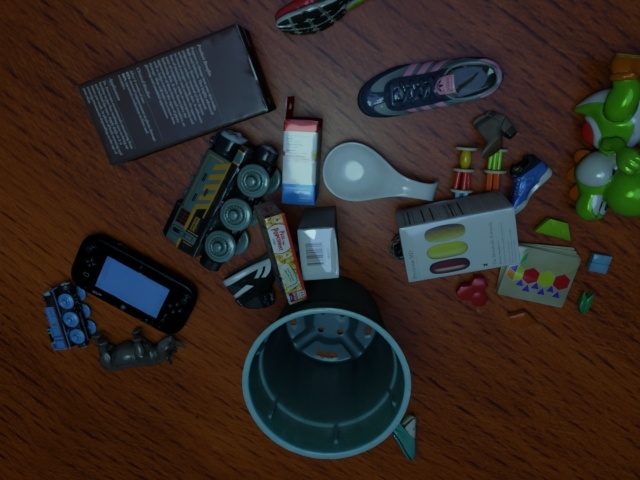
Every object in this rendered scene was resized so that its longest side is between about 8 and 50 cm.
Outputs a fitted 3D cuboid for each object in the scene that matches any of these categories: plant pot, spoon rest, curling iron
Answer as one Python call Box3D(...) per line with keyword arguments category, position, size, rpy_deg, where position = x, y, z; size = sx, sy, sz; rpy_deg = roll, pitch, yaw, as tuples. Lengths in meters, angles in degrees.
Box3D(category="plant pot", position=(0.021, 0.249, 1.240), size=(0.341, 0.334, 0.341), rpy_deg=(1, 106, 3))
Box3D(category="spoon rest", position=(0.141, -0.145, 1.255), size=(0.276, 0.084, 0.137), rpy_deg=(12, 106, -1))
Box3D(category="curling iron", position=(0.301, -0.005, 1.308), size=(0.274, 0.035, 0.068), rpy_deg=(-10, 105, 6))

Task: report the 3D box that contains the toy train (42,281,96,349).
Box3D(category="toy train", position=(-0.659, 0.196, 1.398), size=(0.105, 0.080, 0.184), rpy_deg=(-8, 105, 11))

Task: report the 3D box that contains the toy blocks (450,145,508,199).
Box3D(category="toy blocks", position=(0.368, -0.143, 1.257), size=(0.123, 0.054, 0.148), rpy_deg=(3, 106, 3))

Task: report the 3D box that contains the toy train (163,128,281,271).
Box3D(category="toy train", position=(-0.230, -0.094, 1.268), size=(0.190, 0.142, 0.334), rpy_deg=(30, 105, 4))

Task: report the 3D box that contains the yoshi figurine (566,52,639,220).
Box3D(category="yoshi figurine", position=(0.672, -0.204, 1.156), size=(0.204, 0.203, 0.362), rpy_deg=(6, 109, -5))

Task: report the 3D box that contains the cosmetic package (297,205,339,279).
Box3D(category="cosmetic package", position=(0.000, 0.000, 1.225), size=(0.086, 0.231, 0.117), rpy_deg=(-4, 106, 4))

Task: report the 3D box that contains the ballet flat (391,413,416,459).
Box3D(category="ballet flat", position=(0.203, 0.475, 1.426), size=(0.087, 0.083, 0.247), rpy_deg=(-38, 102, -2))

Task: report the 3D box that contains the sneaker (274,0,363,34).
Box3D(category="sneaker", position=(0.019, -0.546, 1.158), size=(0.279, 0.107, 0.118), rpy_deg=(-28, 84, 7))

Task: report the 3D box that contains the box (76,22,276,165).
Box3D(category="box", position=(-0.313, -0.320, 1.205), size=(0.382, 0.143, 0.191), rpy_deg=(-17, 103, 9))

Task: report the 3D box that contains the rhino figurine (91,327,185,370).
Box3D(category="rhino figurine", position=(-0.473, 0.288, 1.414), size=(0.243, 0.073, 0.106), rpy_deg=(-5, 115, 2))

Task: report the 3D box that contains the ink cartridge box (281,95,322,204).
Box3D(category="ink cartridge box", position=(-0.040, -0.206, 1.221), size=(0.078, 0.134, 0.231), rpy_deg=(4, 106, 3))

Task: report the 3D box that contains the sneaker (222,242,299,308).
Box3D(category="sneaker", position=(-0.124, 0.097, 1.345), size=(0.217, 0.079, 0.121), rpy_deg=(-26, 106, 18))

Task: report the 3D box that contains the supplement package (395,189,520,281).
Box3D(category="supplement package", position=(0.303, -0.010, 1.213), size=(0.244, 0.134, 0.139), rpy_deg=(-11, 109, 8))

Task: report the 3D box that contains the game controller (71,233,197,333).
Box3D(category="game controller", position=(-0.473, 0.114, 1.369), size=(0.319, 0.067, 0.166), rpy_deg=(30, 105, -4))

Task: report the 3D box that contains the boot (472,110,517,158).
Box3D(category="boot", position=(0.377, -0.242, 1.211), size=(0.118, 0.042, 0.087), rpy_deg=(-36, 61, -15))

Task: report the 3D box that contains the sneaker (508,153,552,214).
Box3D(category="sneaker", position=(0.457, -0.131, 1.251), size=(0.085, 0.058, 0.152), rpy_deg=(38, 100, -13))

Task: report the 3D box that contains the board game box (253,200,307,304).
Box3D(category="board game box", position=(-0.088, 0.022, 1.159), size=(0.045, 0.147, 0.193), rpy_deg=(-18, 109, -10))

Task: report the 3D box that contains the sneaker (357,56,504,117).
Box3D(category="sneaker", position=(0.236, -0.338, 1.170), size=(0.319, 0.131, 0.112), rpy_deg=(-13, 105, 7))

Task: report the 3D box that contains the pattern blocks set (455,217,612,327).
Box3D(category="pattern blocks set", position=(0.526, 0.081, 1.320), size=(0.325, 0.026, 0.285), rpy_deg=(20, 108, -5))
